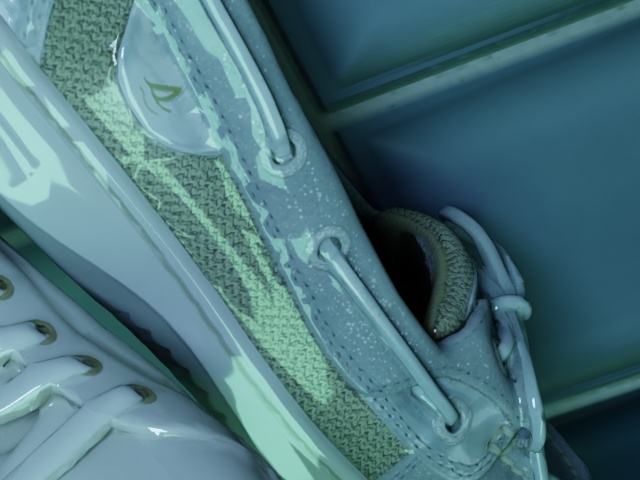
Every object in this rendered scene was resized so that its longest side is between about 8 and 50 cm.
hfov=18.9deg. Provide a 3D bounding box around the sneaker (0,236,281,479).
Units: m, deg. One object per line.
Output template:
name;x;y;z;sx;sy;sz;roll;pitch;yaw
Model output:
sneaker;-0.117;0.036;0.501;0.106;0.290;0.123;-42;131;-22

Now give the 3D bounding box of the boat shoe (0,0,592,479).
boat shoe;-0.001;-0.002;0.576;0.103;0.118;0.320;-39;119;8
